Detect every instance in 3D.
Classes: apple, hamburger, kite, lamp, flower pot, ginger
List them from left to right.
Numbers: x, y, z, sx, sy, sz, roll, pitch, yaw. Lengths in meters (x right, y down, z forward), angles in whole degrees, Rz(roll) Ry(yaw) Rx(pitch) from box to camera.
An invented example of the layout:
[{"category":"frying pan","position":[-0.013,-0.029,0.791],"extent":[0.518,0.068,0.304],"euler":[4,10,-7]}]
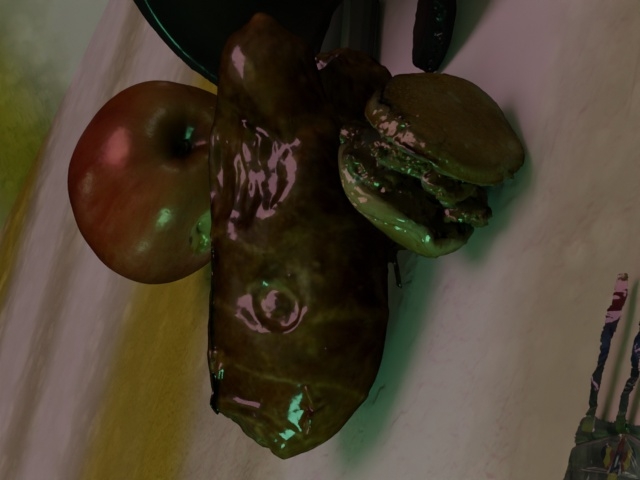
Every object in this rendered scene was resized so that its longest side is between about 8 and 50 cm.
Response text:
[{"category":"apple","position":[-0.204,-0.077,2.016],"extent":[0.241,0.242,0.242],"euler":[126,155,-54]},{"category":"lamp","position":[-0.016,-0.139,1.875],"extent":[0.266,0.047,0.269],"euler":[-42,35,50]},{"category":"flower pot","position":[-0.008,-0.351,1.691],"extent":[0.379,0.379,0.251],"euler":[-42,16,51]},{"category":"ginger","position":[0.000,0.000,1.539],"extent":[0.176,0.254,0.418],"euler":[-3,87,37]},{"category":"hamburger","position":[0.087,-0.074,1.425],"extent":[0.131,0.159,0.185],"euler":[-59,43,33]},{"category":"kite","position":[0.212,0.140,1.128],"extent":[0.141,0.015,0.245],"euler":[-6,70,65]}]
